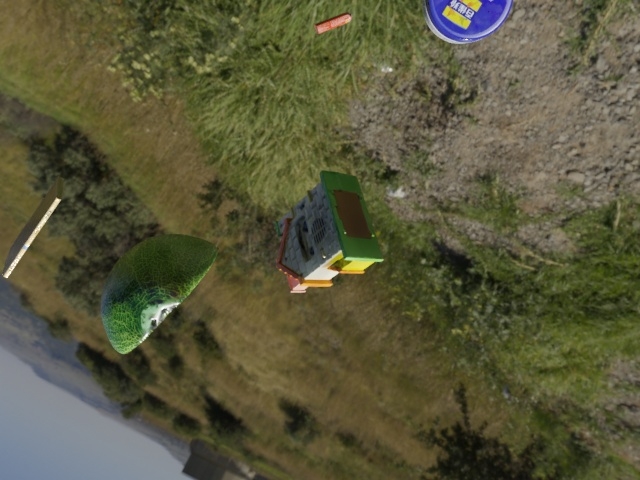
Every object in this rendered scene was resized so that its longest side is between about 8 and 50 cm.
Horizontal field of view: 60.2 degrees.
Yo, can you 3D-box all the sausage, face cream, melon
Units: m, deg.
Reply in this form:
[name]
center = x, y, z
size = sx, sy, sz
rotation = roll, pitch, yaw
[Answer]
[sausage]
center = 0.045, -0.703, 1.777
size = 0.034, 0.129, 0.034
rotation = 157, 90, -85
[face cream]
center = 0.354, -0.589, 1.346
size = 0.205, 0.206, 0.111
rotation = 30, -170, -8
[melon]
center = -0.315, 0.082, 0.991
size = 0.129, 0.265, 0.169
rotation = 45, 178, -15

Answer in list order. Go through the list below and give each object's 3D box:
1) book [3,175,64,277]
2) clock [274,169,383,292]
[book]
center = -0.723, -0.038, 1.394
size = 0.018, 0.242, 0.170
rotation = 33, -172, -32
[clock]
center = 0.000, 0.000, 1.286
size = 0.106, 0.220, 0.255
rotation = 4, 150, -37
